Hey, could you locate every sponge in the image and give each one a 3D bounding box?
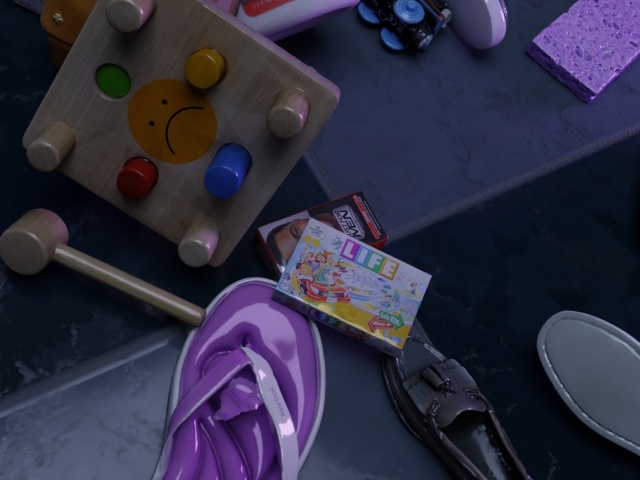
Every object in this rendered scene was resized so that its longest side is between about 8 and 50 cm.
[{"bbox_3d":[0.396,-0.291,1.489,0.117,0.031,0.210,43,62,11],"label":"sponge"}]

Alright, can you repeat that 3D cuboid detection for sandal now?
[{"bbox_3d":[-0.090,0.213,1.073,0.169,0.102,0.416,19,60,-4],"label":"sandal"}]

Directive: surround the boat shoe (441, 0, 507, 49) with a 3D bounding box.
[{"bbox_3d":[0.202,-0.395,1.464,0.102,0.108,0.301,-15,60,-18],"label":"boat shoe"}]

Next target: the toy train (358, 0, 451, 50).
[{"bbox_3d":[0.100,-0.337,1.421,0.105,0.080,0.184,-33,74,-31],"label":"toy train"}]

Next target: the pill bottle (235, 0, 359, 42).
[{"bbox_3d":[-0.105,-0.421,1.267,0.210,0.210,0.362,-25,98,-23],"label":"pill bottle"}]

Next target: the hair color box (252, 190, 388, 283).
[{"bbox_3d":[0.000,0.000,1.239,0.141,0.043,0.072,-22,70,-21],"label":"hair color box"}]

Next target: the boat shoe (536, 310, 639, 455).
[{"bbox_3d":[0.376,0.191,1.201,0.302,0.091,0.114,45,106,10],"label":"boat shoe"}]

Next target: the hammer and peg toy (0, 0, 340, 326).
[{"bbox_3d":[-0.171,-0.085,1.115,0.266,0.361,0.127,32,29,-9],"label":"hammer and peg toy"}]

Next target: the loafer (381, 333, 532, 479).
[{"bbox_3d":[0.164,0.208,1.144,0.096,0.084,0.267,-25,71,-23],"label":"loafer"}]

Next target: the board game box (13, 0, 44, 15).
[{"bbox_3d":[-0.237,-0.385,1.381,0.193,0.053,0.305,26,60,1],"label":"board game box"}]

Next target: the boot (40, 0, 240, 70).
[{"bbox_3d":[-0.210,-0.263,1.188,0.211,0.295,0.104,30,43,5],"label":"boot"}]

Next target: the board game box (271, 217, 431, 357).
[{"bbox_3d":[0.036,0.052,1.179,0.154,0.026,0.103,25,59,0],"label":"board game box"}]
